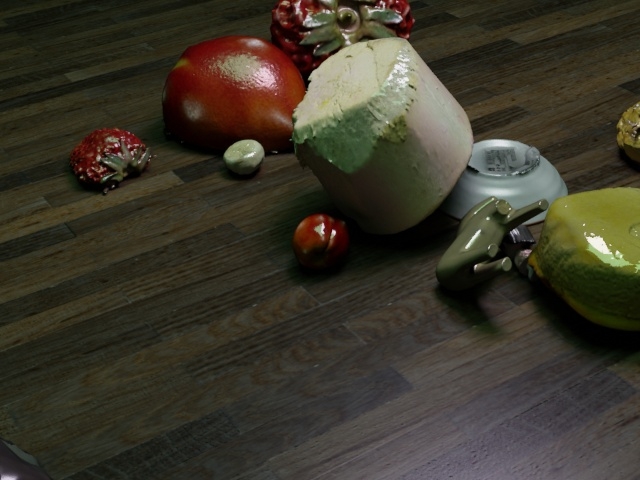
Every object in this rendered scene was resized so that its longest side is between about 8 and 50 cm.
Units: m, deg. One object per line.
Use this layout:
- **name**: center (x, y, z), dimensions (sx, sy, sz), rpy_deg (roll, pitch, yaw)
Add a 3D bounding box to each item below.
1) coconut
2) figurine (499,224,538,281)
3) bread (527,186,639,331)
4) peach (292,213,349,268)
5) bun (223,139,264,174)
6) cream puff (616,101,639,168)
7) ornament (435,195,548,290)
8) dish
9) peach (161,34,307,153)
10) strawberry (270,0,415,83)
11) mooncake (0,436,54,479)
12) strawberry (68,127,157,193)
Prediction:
- **coconut**: center (0.117, -0.169, 1.751), dimensions (0.297, 0.309, 0.297), rpy_deg (-27, 35, 21)
- **figurine**: center (0.345, 0.015, 1.661), dimensions (0.072, 0.054, 0.129), rpy_deg (-9, 35, -18)
- **bread**: center (0.461, 0.028, 1.539), dimensions (0.269, 0.148, 0.270), rpy_deg (3, 32, -2)
- **peach**: center (-0.001, -0.001, 1.680), dimensions (0.100, 0.101, 0.101), rpy_deg (-2, 32, 1)
- **bun**: center (-0.148, -0.160, 1.977), dimensions (0.086, 0.055, 0.086), rpy_deg (-14, 34, 9)
- **cream puff**: center (0.663, -0.217, 1.933), dimensions (0.189, 0.130, 0.189), rpy_deg (-3, 29, 1)
- **ornament**: center (0.267, -0.009, 1.636), dimensions (0.230, 0.061, 0.245), rpy_deg (-52, 12, -29)
- **dish**: center (0.332, -0.126, 1.854), dimensions (0.260, 0.085, 0.260), rpy_deg (-2, 33, 1)
- **peach**: center (-0.167, -0.315, 2.084), dimensions (0.361, 0.201, 0.257), rpy_deg (17, 37, 28)
- **strawberry**: center (0.036, -0.478, 2.272), dimensions (0.317, 0.295, 0.345), rpy_deg (-22, 13, -5)
- **mooncake**: center (-0.292, 0.354, 0.906), dimensions (0.212, 0.351, 0.381), rpy_deg (24, -3, 39)
- **strawberry**: center (-0.447, -0.183, 2.005), dimensions (0.208, 0.087, 0.167), rpy_deg (22, 41, 36)
